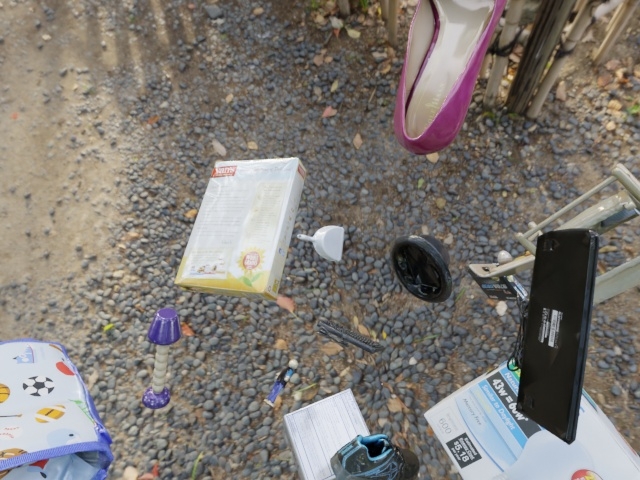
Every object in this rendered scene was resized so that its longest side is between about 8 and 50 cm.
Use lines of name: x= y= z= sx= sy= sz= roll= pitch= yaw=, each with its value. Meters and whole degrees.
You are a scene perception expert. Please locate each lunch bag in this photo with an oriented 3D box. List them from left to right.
lunch bag: x=-0.567 y=0.341 z=0.625 sx=0.386 sy=0.238 sz=0.328 roll=-22 pitch=36 yaw=-37

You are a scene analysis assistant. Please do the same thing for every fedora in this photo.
fedora: x=0.456 y=0.098 z=1.713 sx=0.153 sy=0.334 sz=0.334 roll=-35 pitch=67 yaw=-30

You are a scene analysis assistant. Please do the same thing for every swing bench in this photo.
swing bench: x=0.651 y=0.004 z=0.921 sx=0.254 sy=0.165 sz=0.253 roll=55 pitch=128 yaw=13

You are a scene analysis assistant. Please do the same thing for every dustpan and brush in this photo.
dustpan and brush: x=0.000 y=0.000 z=1.644 sx=0.060 sy=0.211 sz=0.147 roll=0 pitch=80 yaw=46

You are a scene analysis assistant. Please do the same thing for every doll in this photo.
doll: x=-0.150 y=0.548 z=1.563 sx=0.046 sy=0.129 sz=0.189 roll=37 pitch=69 yaw=-9

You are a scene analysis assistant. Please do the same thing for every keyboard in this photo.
keyboard: x=0.114 y=0.420 z=1.772 sx=0.317 sy=0.202 sz=0.033 roll=17 pitch=98 yaw=37
keyboard: x=0.233 y=0.084 z=0.393 sx=0.038 sy=0.100 sz=0.191 roll=8 pitch=91 yaw=-9

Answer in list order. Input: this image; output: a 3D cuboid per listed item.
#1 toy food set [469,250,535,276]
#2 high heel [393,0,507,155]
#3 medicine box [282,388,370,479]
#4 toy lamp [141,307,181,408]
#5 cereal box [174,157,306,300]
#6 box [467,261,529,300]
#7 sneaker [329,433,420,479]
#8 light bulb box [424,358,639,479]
toy food set: x=0.697 y=0.045 z=1.376 sx=0.306 sy=0.220 sz=0.092 roll=-31 pitch=66 yaw=39
high heel: x=0.177 y=-0.302 z=0.526 sx=0.127 sy=0.181 sz=0.376 roll=9 pitch=107 yaw=21
medicine box: x=0.033 y=0.761 z=1.542 sx=0.290 sy=0.149 sz=0.263 roll=-16 pitch=59 yaw=-18
toy lamp: x=-0.392 y=0.289 z=0.987 sx=0.080 sy=0.080 sz=0.274 roll=24 pitch=113 yaw=16
cereal box: x=-0.130 y=-0.026 z=0.676 sx=0.173 sy=0.047 sz=0.240 roll=3 pitch=66 yaw=24
box: x=0.758 y=0.177 z=1.732 sx=0.051 sy=0.220 sz=0.175 roll=-41 pitch=94 yaw=-13
sneaker: x=0.198 y=0.665 z=1.213 sx=0.139 sy=0.341 sz=0.125 roll=-57 pitch=36 yaw=17
light bulb box: x=0.543 y=0.512 z=1.053 sx=0.361 sy=0.225 sz=0.357 roll=-41 pitch=64 yaw=18
